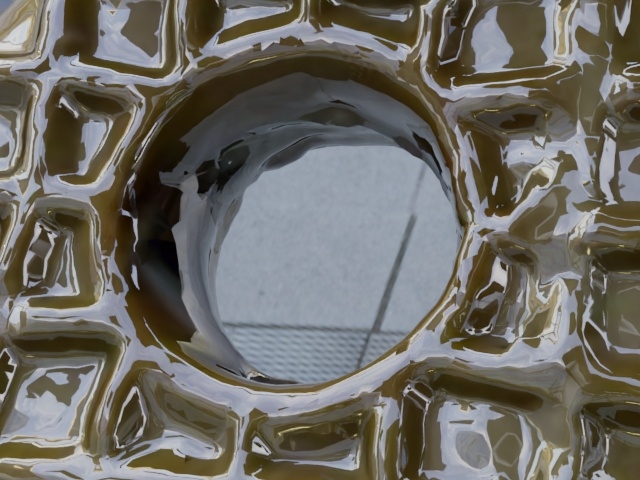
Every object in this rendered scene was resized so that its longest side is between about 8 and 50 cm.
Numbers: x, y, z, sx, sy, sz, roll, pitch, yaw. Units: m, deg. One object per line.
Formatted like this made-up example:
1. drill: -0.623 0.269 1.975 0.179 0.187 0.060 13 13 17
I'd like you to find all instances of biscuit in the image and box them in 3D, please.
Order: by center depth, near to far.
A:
1. biscuit: 0.000 0.000 0.404 0.331 0.103 0.332 -5 70 15
